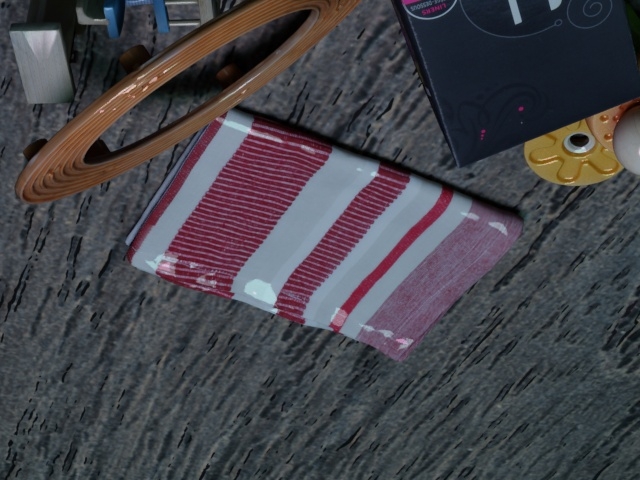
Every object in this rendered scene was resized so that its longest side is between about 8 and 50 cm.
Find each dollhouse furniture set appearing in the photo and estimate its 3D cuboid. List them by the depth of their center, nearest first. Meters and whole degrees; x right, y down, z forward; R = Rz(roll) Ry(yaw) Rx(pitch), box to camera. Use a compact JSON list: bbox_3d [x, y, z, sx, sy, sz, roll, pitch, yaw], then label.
[{"bbox_3d":[-0.152,-0.178,1.303,0.129,0.184,0.129,-1,140,4],"label":"dollhouse furniture set"}]

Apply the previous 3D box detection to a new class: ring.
[{"bbox_3d":[-0.102,-0.132,1.341,0.336,0.336,0.032,-37,85,35],"label":"ring"}]

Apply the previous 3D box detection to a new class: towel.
[{"bbox_3d":[0.000,0.000,1.648,0.329,0.037,0.237,20,135,-19],"label":"towel"}]

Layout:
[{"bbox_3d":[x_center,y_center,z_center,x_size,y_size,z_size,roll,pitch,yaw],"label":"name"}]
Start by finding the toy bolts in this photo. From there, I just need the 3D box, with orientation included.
[{"bbox_3d":[0.302,-0.065,1.469,0.228,0.158,0.218,18,136,-18],"label":"toy bolts"}]

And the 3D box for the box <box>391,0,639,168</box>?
[{"bbox_3d":[0.131,-0.214,1.293,0.165,0.143,0.270,-22,136,3],"label":"box"}]
